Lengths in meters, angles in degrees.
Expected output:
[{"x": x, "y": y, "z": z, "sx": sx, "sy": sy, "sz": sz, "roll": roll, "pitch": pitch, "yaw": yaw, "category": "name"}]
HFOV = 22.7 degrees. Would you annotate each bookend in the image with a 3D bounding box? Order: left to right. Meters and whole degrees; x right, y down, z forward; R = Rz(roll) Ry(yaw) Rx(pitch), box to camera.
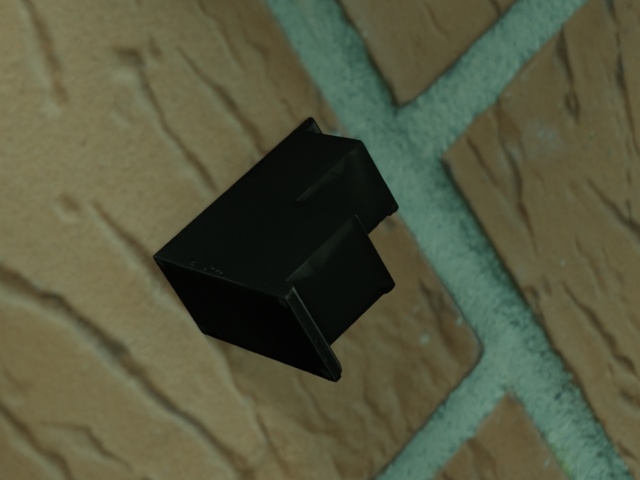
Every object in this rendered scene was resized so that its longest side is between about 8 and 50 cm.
[{"x": 0.000, "y": 0.000, "z": 1.046, "sx": 0.157, "sy": 0.156, "sz": 0.072, "roll": -44, "pitch": 121, "yaw": -23, "category": "bookend"}]
